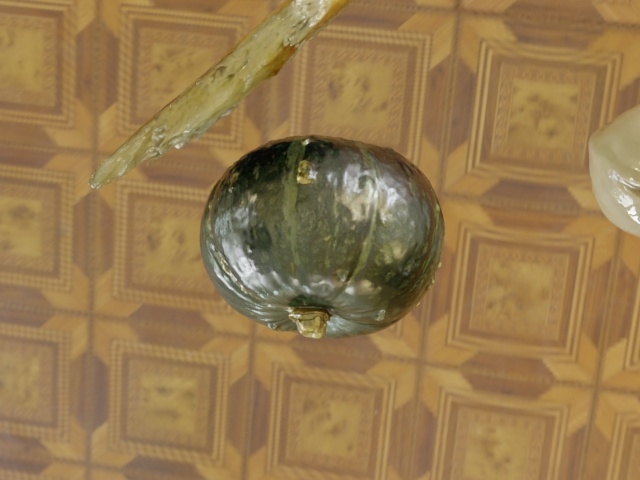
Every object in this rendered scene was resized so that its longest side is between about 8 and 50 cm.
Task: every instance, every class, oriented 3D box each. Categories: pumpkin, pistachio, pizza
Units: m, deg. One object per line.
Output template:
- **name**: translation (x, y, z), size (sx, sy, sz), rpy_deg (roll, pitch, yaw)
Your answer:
- **pumpkin**: translation (0.000, -0.001, 0.930), size (0.190, 0.190, 0.146), rpy_deg (6, 87, 9)
- **pistachio**: translation (0.503, -0.096, 1.859), size (0.226, 0.332, 0.208), rpy_deg (31, 109, -3)
- **pizza**: translation (-0.060, -0.117, 0.901), size (0.262, 0.181, 0.034), rpy_deg (-41, 97, -10)
